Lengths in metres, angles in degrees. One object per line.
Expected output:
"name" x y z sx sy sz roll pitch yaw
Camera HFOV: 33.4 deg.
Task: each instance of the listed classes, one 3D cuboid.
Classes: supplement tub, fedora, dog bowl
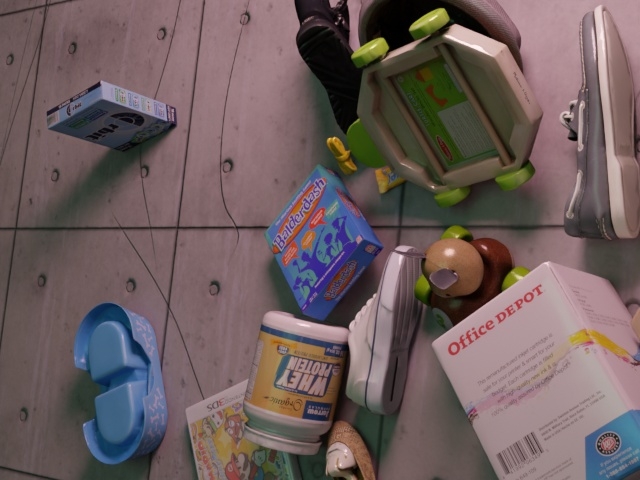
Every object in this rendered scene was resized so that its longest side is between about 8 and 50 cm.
"supplement tub" -0.040 0.220 1.659 0.144 0.144 0.199 12 89 40
"fedora" 0.194 -0.292 1.560 0.276 0.124 0.243 23 137 23
"dog bowl" -0.363 0.262 1.957 0.166 0.074 0.297 -26 65 32

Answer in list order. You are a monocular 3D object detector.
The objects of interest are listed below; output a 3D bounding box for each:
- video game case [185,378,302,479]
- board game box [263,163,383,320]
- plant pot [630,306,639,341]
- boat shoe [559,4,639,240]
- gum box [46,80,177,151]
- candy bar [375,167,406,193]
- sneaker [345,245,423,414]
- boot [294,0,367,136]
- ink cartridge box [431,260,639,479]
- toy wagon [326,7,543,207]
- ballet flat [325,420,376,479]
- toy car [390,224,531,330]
"video game case" -0.130 0.356 1.781 0.206 0.026 0.226 -29 65 32
"board game box" 0.000 0.000 1.701 0.160 0.047 0.210 -52 38 19
"plant pot" 0.452 0.106 1.318 0.096 0.109 0.109 -45 56 38
"boat shoe" 0.362 -0.156 1.432 0.099 0.116 0.319 -8 81 34
"gum box" -0.390 -0.229 2.003 0.157 0.184 0.041 -21 68 34
"candy bar" 0.153 -0.121 1.655 0.162 0.018 0.040 -26 66 33
"sneaker" 0.087 0.130 1.608 0.091 0.094 0.258 12 89 35
"boot" 0.040 -0.288 1.716 0.094 0.246 0.207 -28 29 17
"ink cartridge box" 0.314 0.198 1.344 0.198 0.197 0.270 -40 59 27
"toy wagon" 0.149 -0.177 1.546 0.344 0.068 0.267 -16 112 47
"ballet flat" 0.047 0.364 1.610 0.073 0.067 0.206 -42 57 27
"toy car" 0.180 0.055 1.486 0.155 0.188 0.148 36 104 38
